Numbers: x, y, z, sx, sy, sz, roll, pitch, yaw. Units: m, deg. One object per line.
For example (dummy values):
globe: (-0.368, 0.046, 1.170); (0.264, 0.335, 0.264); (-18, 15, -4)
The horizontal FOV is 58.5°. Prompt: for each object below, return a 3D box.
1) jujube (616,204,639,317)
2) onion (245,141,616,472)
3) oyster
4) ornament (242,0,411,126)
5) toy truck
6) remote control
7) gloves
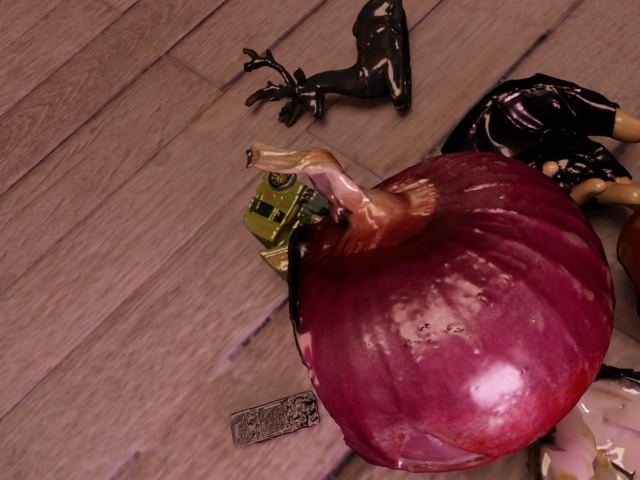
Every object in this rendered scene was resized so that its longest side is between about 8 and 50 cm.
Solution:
jujube: (0.376, 0.010, 0.465); (0.237, 0.168, 0.168); (-15, 56, 29)
onion: (0.116, 0.046, 0.474); (0.231, 0.272, 0.256); (-21, 60, 14)
oyster: (0.247, 0.210, 0.455); (0.198, 0.092, 0.259); (-36, 66, -4)
ornament: (0.003, -0.256, 0.800); (0.236, 0.080, 0.202); (-6, 63, 15)
toy truck: (0.000, 0.000, 0.654); (0.191, 0.085, 0.116); (24, 76, 26)
remote control: (-0.047, 0.189, 0.601); (0.096, 0.014, 0.039); (-19, 57, 5)
gloves: (0.251, -0.085, 0.603); (0.164, 0.124, 0.203); (-45, 74, 7)
